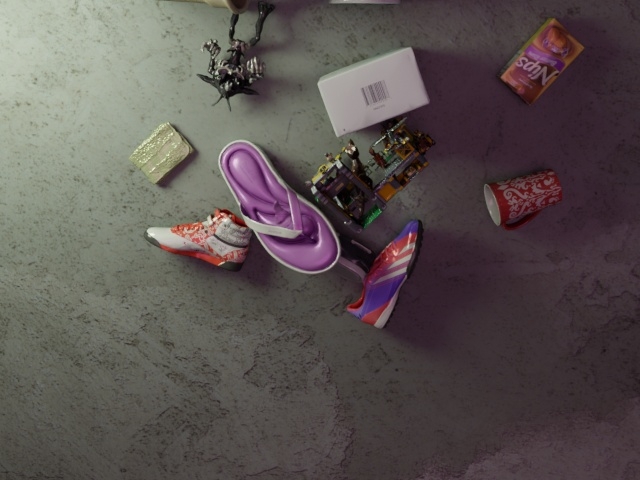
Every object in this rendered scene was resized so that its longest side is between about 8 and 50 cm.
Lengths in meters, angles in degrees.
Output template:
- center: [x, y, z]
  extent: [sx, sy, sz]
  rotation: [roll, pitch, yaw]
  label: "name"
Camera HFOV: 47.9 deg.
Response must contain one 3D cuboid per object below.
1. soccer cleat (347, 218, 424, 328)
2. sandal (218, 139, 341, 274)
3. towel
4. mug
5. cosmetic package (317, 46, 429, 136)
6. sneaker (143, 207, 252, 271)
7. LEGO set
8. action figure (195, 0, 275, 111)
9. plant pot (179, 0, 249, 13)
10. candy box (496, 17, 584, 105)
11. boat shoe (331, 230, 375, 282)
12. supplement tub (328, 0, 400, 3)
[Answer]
- center: [0.175, 0.081, 1.901]
  extent: [0.117, 0.108, 0.318]
  rotation: [21, 108, -2]
  label: "soccer cleat"
- center: [-0.121, -0.077, 1.785]
  extent: [0.169, 0.102, 0.416]
  rotation: [-44, 79, 6]
  label: "sandal"
- center: [-0.411, -0.224, 1.851]
  extent: [0.148, 0.027, 0.110]
  rotation: [-41, 101, 11]
  label: "towel"
- center: [0.520, -0.110, 1.854]
  extent: [0.169, 0.150, 0.113]
  rotation: [-18, 69, 1]
  label: "mug"
- center: [0.120, -0.358, 1.704]
  extent: [0.224, 0.224, 0.138]
  rotation: [-20, 103, 6]
  label: "cosmetic package"
- center: [-0.312, -0.027, 1.879]
  extent: [0.270, 0.090, 0.144]
  rotation: [19, 105, -9]
  label: "sneaker"
- center: [0.091, -0.194, 1.740]
  extent: [0.331, 0.255, 0.192]
  rotation: [-40, 119, 19]
  label: "LEGO set"
- center: [-0.205, -0.445, 1.727]
  extent: [0.164, 0.141, 0.275]
  rotation: [16, 103, -6]
  label: "action figure"
- center: [-0.336, -0.652, 1.559]
  extent: [0.306, 0.334, 0.333]
  rotation: [-2, 107, 10]
  label: "plant pot"
- center: [0.538, -0.437, 1.767]
  extent: [0.109, 0.053, 0.186]
  rotation: [39, 105, -11]
  label: "candy box"
- center: [0.000, 0.000, 1.885]
  extent: [0.303, 0.114, 0.091]
  rotation: [33, 66, 1]
  label: "boat shoe"
- center: [0.103, -0.676, 1.625]
  extent: [0.191, 0.191, 0.272]
  rotation: [1, 107, 0]
  label: "supplement tub"
